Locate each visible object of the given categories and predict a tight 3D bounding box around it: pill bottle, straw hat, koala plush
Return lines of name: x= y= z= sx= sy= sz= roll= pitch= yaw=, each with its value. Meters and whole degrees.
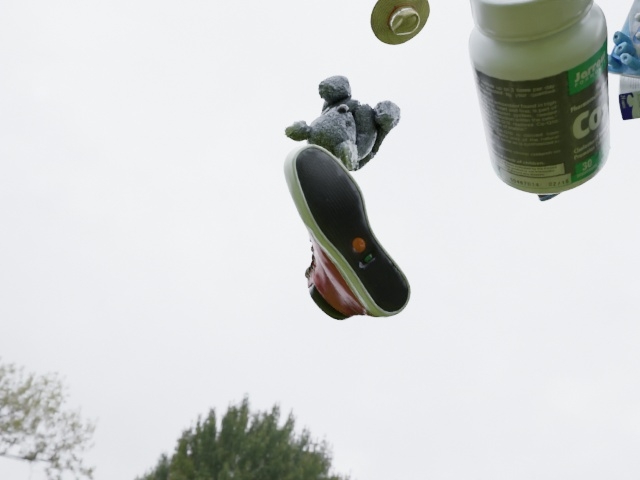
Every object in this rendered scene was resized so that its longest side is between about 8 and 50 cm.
pill bottle: x=0.351 y=-0.264 z=1.040 sx=0.204 sy=0.204 sz=0.361 roll=-9 pitch=-43 yaw=19
straw hat: x=0.189 y=-0.500 z=1.473 sx=0.145 sy=0.061 sz=0.144 roll=-8 pitch=-49 yaw=-9
koala plush: x=0.038 y=-0.227 z=1.413 sx=0.196 sy=0.221 sz=0.203 roll=29 pitch=-63 yaw=9

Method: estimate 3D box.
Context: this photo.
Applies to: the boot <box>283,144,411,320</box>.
boot: x=0.000 y=0.000 z=0.867 sx=0.244 sy=0.088 sz=0.176 roll=61 pitch=-28 yaw=-6

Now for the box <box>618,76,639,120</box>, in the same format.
box: x=0.677 y=-0.313 z=1.300 sx=0.137 sy=0.126 sz=0.072 roll=-4 pitch=-45 yaw=32

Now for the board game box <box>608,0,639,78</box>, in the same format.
board game box: x=0.734 y=-0.461 z=1.131 sx=0.050 sy=0.390 sz=0.389 roll=14 pitch=-78 yaw=-37

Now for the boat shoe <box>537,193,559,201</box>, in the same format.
boat shoe: x=0.533 y=-0.163 z=1.407 sx=0.066 sy=0.066 sz=0.183 roll=45 pitch=-77 yaw=-4
